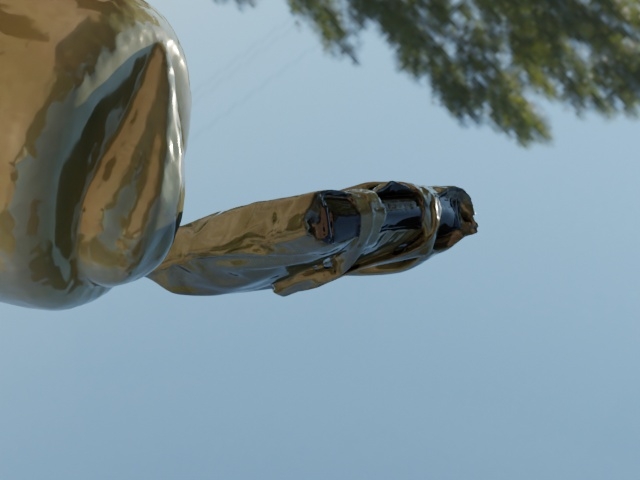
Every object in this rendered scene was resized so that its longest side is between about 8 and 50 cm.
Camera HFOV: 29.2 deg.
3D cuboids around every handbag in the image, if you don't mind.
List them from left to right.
[{"bbox_3d":[0.000,-0.001,1.331,0.253,0.316,0.109,-14,-97,42],"label":"handbag"}]

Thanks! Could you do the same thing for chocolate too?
[{"bbox_3d":[-0.251,-0.107,1.045,0.297,0.326,0.314,8,-142,23],"label":"chocolate"}]
